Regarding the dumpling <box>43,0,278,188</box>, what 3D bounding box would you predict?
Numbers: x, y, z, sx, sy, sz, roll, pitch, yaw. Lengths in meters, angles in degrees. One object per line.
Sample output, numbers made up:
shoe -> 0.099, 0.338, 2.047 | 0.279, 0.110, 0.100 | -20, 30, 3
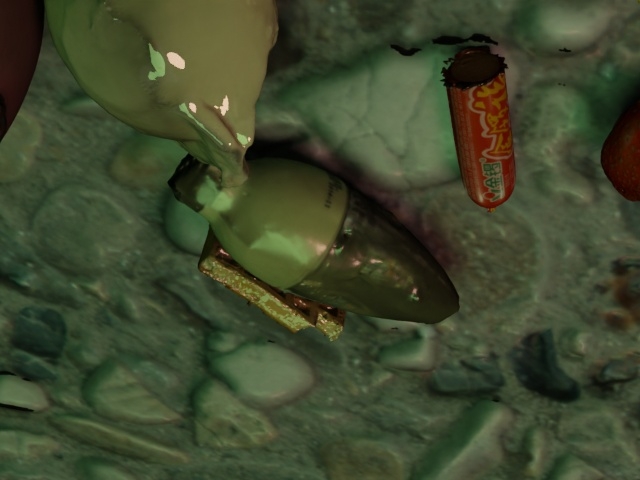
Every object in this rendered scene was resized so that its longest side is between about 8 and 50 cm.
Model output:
dumpling -> -0.117, -0.156, 1.009 | 0.193, 0.147, 0.258 | 8, 124, 61

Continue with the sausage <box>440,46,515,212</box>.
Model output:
sausage -> 0.117, -0.071, 1.095 | 0.048, 0.050, 0.145 | 5, 138, 17

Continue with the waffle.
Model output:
waffle -> -0.035, 0.028, 1.212 | 0.135, 0.092, 0.021 | 34, 122, -17

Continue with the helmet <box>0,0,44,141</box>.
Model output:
helmet -> -0.296, -0.168, 0.994 | 0.271, 0.197, 0.338 | 22, 149, 26

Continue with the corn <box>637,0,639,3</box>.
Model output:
corn -> 0.234, -0.164, 0.952 | 0.206, 0.067, 0.067 | 35, 134, -24

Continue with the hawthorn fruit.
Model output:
hawthorn fruit -> 0.237, -0.068, 1.044 | 0.093, 0.093, 0.093 | 8, 137, 8

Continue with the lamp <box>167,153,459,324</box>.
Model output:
lamp -> 0.000, 0.000, 1.166 | 0.250, 0.101, 0.101 | 29, 136, -19
